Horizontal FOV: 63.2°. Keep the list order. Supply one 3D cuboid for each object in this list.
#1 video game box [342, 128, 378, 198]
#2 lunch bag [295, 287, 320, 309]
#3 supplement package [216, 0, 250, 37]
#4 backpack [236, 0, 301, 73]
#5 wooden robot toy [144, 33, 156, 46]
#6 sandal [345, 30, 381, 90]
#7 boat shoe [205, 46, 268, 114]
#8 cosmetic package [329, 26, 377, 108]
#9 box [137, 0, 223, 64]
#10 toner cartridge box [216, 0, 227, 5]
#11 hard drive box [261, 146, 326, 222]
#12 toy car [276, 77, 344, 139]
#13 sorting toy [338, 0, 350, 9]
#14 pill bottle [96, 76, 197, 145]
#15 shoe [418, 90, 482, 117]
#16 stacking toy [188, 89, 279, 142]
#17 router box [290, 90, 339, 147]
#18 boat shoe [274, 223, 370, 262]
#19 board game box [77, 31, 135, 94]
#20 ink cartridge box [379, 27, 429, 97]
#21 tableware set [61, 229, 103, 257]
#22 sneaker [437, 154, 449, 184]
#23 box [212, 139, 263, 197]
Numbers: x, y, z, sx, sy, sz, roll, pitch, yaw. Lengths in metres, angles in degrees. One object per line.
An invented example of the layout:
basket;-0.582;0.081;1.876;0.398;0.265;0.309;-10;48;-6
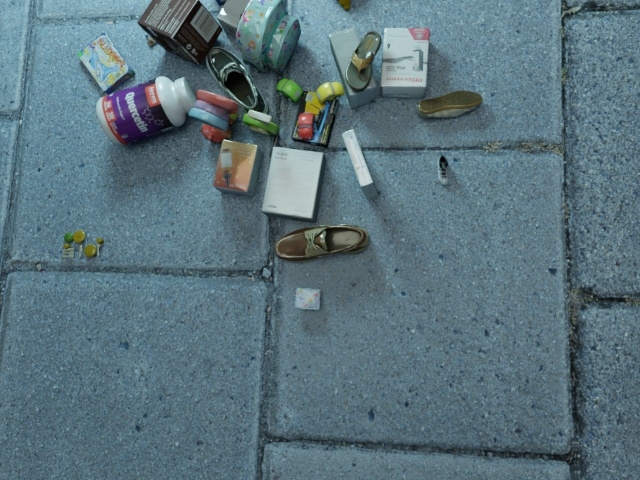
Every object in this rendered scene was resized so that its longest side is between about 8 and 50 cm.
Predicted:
video game box;0.133;-0.245;1.712;0.048;0.205;0.187;-22;79;8
lunch bag;-0.042;0.195;1.749;0.083;0.053;0.071;3;84;-2
supplement package;-0.278;-0.841;1.901;0.105;0.105;0.179;30;87;11
backpack;-0.184;-0.716;1.795;0.191;0.253;0.225;25;85;10
wooden robot toy;-0.613;-0.820;1.954;0.076;0.079;0.173;31;87;11
sandal;0.143;-0.597;1.708;0.090;0.060;0.219;24;83;8
boat shoe;-0.302;-0.582;1.858;0.121;0.119;0.335;-41;78;1
cosmetic package;0.114;-0.595;1.804;0.107;0.127;0.237;-15;78;3
box;-0.500;-0.768;1.864;0.203;0.168;0.167;31;87;28
toner cartridge box;-0.348;-0.976;1.806;0.165;0.348;0.075;-28;81;3
hard drive box;-0.089;-0.190;1.791;0.181;0.089;0.232;9;83;9
toy car;-0.063;-0.495;1.802;0.225;0.053;0.239;36;88;12
sorting toy;0.195;-0.938;1.872;0.366;0.127;0.126;-19;109;2
pill bottle;-0.610;-0.467;1.851;0.323;0.181;0.181;-18;80;5
shoe;0.442;-0.461;1.783;0.219;0.058;0.076;-8;61;2
stacking toy;-0.296;-0.381;1.758;0.280;0.309;0.130;21;93;-1
router box;-0.018;-0.428;1.837;0.133;0.046;0.178;13;83;10
boat shoe;0.000;0.000;1.737;0.325;0.116;0.123;-11;81;6
board game box;-0.816;-0.675;1.982;0.136;0.035;0.201;-38;79;1
ink cartridge box;0.292;-0.614;1.801;0.159;0.092;0.217;3;84;8
tableware set;-0.868;0.014;1.898;0.154;0.024;0.103;-3;78;8
sneaker;0.411;-0.239;1.742;0.038;0.069;0.098;-10;81;6
box;-0.287;-0.250;1.824;0.130;0.091;0.170;10;83;9
